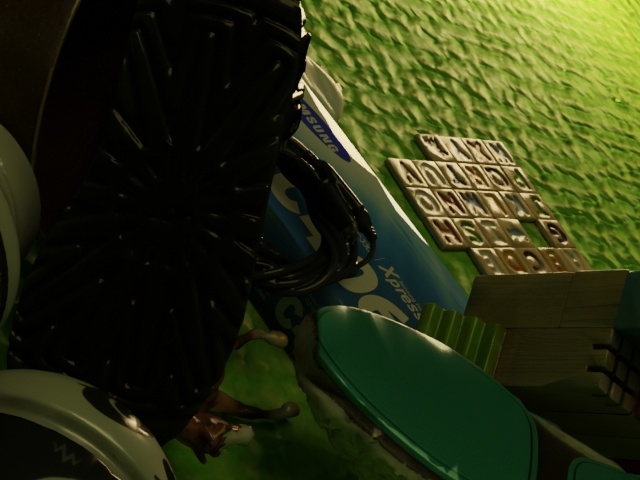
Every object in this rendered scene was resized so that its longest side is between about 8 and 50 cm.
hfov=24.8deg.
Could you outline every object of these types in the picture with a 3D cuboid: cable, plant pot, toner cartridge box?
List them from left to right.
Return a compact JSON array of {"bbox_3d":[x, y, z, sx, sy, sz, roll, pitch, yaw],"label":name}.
[{"bbox_3d":[-0.260,-0.133,0.998,0.230,0.215,0.215,17,31,6],"label":"plant pot"},{"bbox_3d":[-0.049,-0.033,1.127,0.150,0.047,0.184,-26,72,-41],"label":"cable"},{"bbox_3d":[0.000,0.000,1.233,0.165,0.075,0.348,-10,58,-53],"label":"toner cartridge box"}]

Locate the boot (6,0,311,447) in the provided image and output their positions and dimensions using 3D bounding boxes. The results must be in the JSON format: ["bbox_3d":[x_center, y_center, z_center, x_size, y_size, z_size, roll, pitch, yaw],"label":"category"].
[{"bbox_3d":[-0.093,-0.038,0.974,0.131,0.348,0.260,22,6,-6],"label":"boot"}]

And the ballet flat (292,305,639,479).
[{"bbox_3d":[0.141,0.199,1.041,0.408,0.147,0.147,29,32,-3],"label":"ballet flat"}]

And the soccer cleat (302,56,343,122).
[{"bbox_3d":[-0.058,-0.177,1.400,0.196,0.068,0.076,40,34,-8],"label":"soccer cleat"}]

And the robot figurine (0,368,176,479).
[{"bbox_3d":[-0.172,0.185,0.715,0.173,0.209,0.278,28,35,0],"label":"robot figurine"}]

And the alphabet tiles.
[{"bbox_3d":[0.172,-0.037,1.532,0.237,0.009,0.198,1,50,-48],"label":"alphabet tiles"}]

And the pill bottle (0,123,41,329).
[{"bbox_3d":[-0.285,0.030,0.782,0.181,0.181,0.323,42,31,0],"label":"pill bottle"}]

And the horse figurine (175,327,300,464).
[{"bbox_3d":[-0.110,0.051,1.060,0.174,0.066,0.263,-3,54,-56],"label":"horse figurine"}]

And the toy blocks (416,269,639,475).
[{"bbox_3d":[0.291,0.131,1.142,0.381,0.260,0.191,37,62,-37],"label":"toy blocks"}]
